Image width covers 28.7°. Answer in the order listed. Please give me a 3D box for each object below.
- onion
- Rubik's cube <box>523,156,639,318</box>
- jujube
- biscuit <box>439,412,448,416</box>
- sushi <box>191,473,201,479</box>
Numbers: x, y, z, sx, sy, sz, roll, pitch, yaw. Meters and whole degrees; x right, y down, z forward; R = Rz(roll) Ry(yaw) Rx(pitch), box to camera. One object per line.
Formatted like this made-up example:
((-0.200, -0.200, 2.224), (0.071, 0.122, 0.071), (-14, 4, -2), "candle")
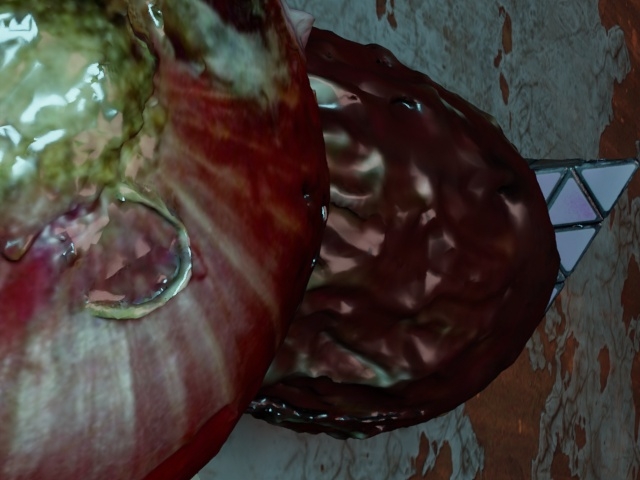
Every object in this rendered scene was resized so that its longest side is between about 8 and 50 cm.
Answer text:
((-0.161, -0.021, 0.458), (0.341, 0.341, 0.341), (2, 88, -61), "onion")
((0.181, 0.009, 1.259), (0.190, 0.211, 0.178), (-8, 97, -32), "Rubik's cube")
((0.000, 0.000, 0.808), (0.376, 0.258, 0.258), (18, 74, -58), "jujube")
((0.090, 0.080, 1.177), (0.320, 0.047, 0.183), (-4, 90, -59), "biscuit")
((-0.146, 0.179, 0.750), (0.279, 0.043, 0.192), (-54, 134, -47), "sushi")
